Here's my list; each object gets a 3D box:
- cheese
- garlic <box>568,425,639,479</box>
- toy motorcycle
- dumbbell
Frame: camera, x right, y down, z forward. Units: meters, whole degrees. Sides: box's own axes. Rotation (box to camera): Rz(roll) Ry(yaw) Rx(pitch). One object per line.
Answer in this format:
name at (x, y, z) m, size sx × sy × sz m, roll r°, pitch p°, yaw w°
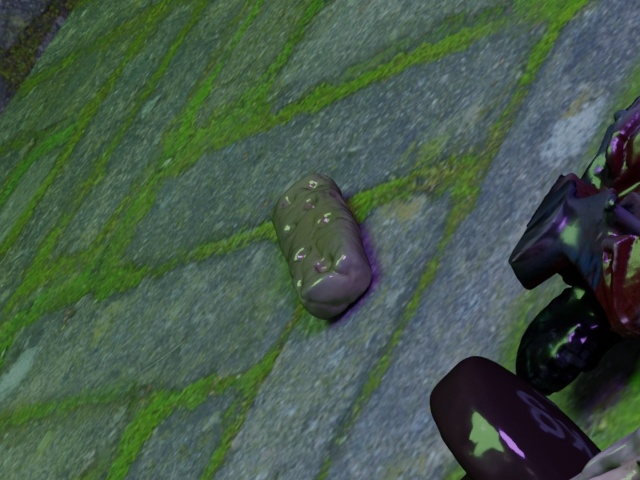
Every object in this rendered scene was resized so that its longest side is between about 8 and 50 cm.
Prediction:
cheese at (0.000, 0.000, 1.471) m, size 0.065 × 0.043 × 0.194 m, roll -47°, pitch 20°, yaw 12°
garlic at (0.172, 0.130, 0.706) m, size 0.143 × 0.178 × 0.229 m, roll -38°, pitch -14°, yaw -35°
toy motorcycle at (0.173, -0.012, 1.072) m, size 0.122 × 0.082 × 0.213 m, roll -26°, pitch 33°, yaw 51°
dumbbell at (0.047, 0.174, 0.932) m, size 0.225 × 0.140 × 0.124 m, roll -47°, pitch 30°, yaw 12°
